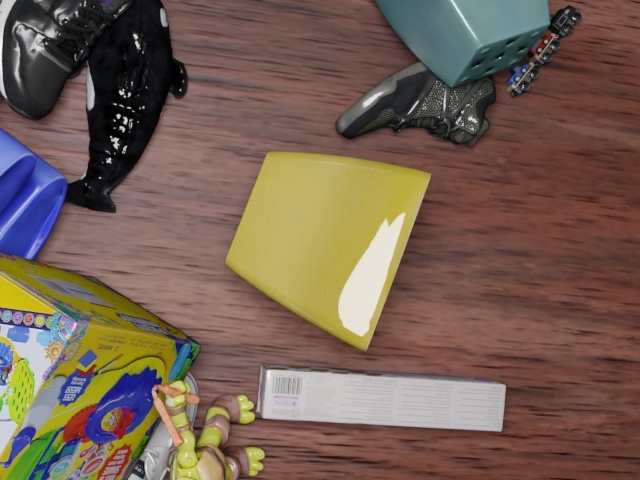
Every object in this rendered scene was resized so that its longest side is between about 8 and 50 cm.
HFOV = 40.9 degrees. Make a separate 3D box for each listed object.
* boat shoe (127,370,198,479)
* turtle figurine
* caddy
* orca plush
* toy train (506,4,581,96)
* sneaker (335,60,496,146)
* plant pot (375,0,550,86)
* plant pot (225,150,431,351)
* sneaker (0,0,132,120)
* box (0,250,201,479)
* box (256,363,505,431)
[{"bbox_3d":[-0.224,0.274,1.044,0.095,0.084,0.258,26,84,-10],"label":"boat shoe"},{"bbox_3d":[-0.128,0.277,0.996,0.087,0.217,0.269,-23,92,14],"label":"turtle figurine"},{"bbox_3d":[-0.434,-0.008,0.919,0.179,0.241,0.341,30,82,4],"label":"caddy"},{"bbox_3d":[-0.251,-0.180,1.037,0.151,0.102,0.287,28,84,-10],"label":"orca plush"},{"bbox_3d":[0.307,-0.265,1.196,0.036,0.027,0.158,38,81,-5],"label":"toy train"},{"bbox_3d":[0.137,-0.166,1.127,0.227,0.087,0.130,-27,88,-16],"label":"sneaker"},{"bbox_3d":[0.170,-0.325,1.060,0.165,0.166,0.234,-21,77,-17],"label":"plant pot"},{"bbox_3d":[0.000,0.000,1.045,0.187,0.212,0.212,20,85,1],"label":"plant pot"},{"bbox_3d":[-0.286,-0.277,0.998,0.124,0.107,0.283,10,83,23],"label":"sneaker"},{"bbox_3d":[-0.310,0.176,0.887,0.177,0.290,0.279,29,88,18],"label":"box"},{"bbox_3d":[0.079,0.205,1.121,0.324,0.063,0.067,5,89,-12],"label":"box"}]
